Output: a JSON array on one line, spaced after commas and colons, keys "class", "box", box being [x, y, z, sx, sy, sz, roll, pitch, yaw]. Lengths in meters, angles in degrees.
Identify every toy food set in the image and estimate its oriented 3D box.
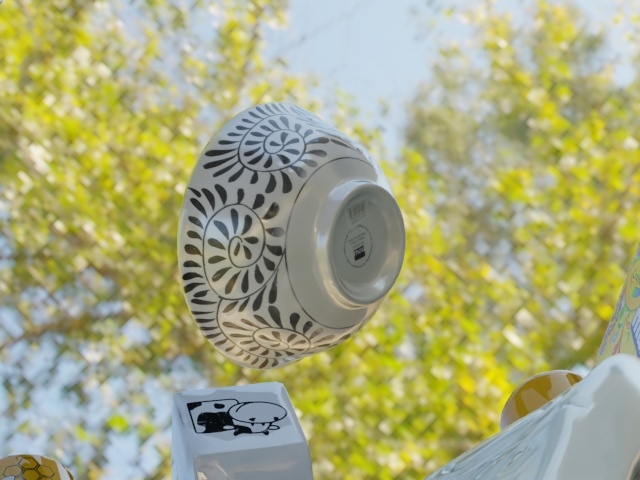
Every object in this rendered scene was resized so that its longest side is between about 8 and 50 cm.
[{"class": "toy food set", "box": [0.001, 0.122, 0.605, 0.232, 0.104, 0.111, -4, -58, -15]}]

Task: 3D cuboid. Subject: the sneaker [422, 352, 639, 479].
[{"class": "sneaker", "box": [0.058, 0.133, 0.418, 0.131, 0.148, 0.350, -36, -1, 17]}]

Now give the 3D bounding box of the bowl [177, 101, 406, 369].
[{"class": "bowl", "box": [0.000, 0.000, 1.091, 0.170, 0.080, 0.170, -7, -81, -49]}]

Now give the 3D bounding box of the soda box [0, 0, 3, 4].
[{"class": "soda box", "box": [-0.413, -0.134, 1.584, 0.286, 0.098, 0.091, -50, -2, 14]}]

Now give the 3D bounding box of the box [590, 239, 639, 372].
[{"class": "box", "box": [0.316, 0.183, 1.181, 0.177, 0.290, 0.279, -83, 9, -66]}]
